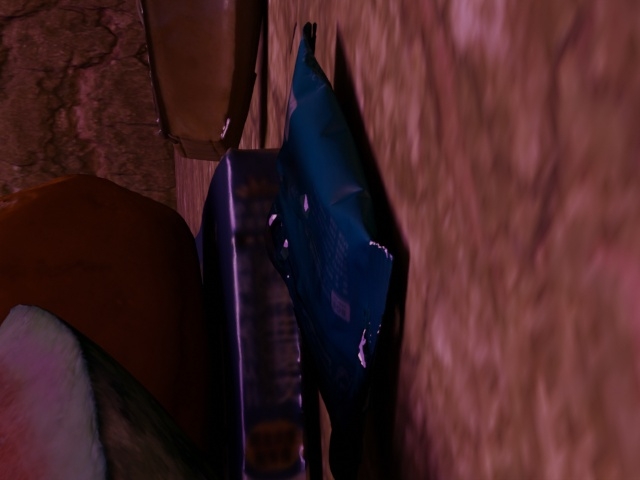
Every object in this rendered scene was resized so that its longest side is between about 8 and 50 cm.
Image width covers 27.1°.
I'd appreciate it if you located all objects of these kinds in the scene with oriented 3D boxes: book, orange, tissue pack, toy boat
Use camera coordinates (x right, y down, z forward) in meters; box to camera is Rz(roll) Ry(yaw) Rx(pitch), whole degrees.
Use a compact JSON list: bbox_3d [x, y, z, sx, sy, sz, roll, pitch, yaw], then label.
[{"bbox_3d":[-0.033,0.187,0.660,0.300,0.039,0.427,141,127,-80],"label":"book"},{"bbox_3d":[-0.143,0.095,0.614,0.249,0.183,0.249,179,90,-83],"label":"orange"},{"bbox_3d":[0.000,0.000,0.412,0.138,0.028,0.085,-108,18,-54],"label":"tissue pack"},{"bbox_3d":[-0.059,-0.140,0.704,0.072,0.064,0.206,-66,-19,-64],"label":"toy boat"}]

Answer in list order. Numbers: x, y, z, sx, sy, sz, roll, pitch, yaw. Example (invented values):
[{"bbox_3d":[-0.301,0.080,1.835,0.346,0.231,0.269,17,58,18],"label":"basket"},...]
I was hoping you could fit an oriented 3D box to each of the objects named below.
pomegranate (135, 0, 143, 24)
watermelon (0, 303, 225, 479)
[{"bbox_3d":[-0.169,-0.279,1.133,0.225,0.187,0.187,58,-172,-28],"label":"pomegranate"},{"bbox_3d":[-0.057,0.214,0.345,0.292,0.319,0.222,52,147,-16],"label":"watermelon"}]
